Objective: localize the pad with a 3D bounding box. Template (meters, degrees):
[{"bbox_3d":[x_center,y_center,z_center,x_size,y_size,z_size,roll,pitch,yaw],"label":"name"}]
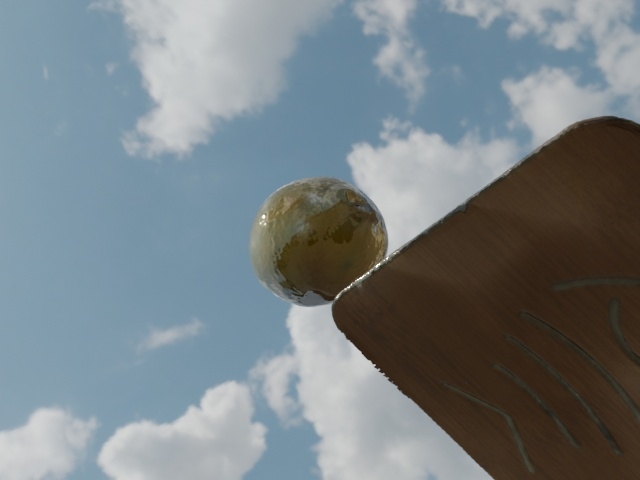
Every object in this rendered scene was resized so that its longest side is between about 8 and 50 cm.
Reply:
[{"bbox_3d":[0.177,0.085,0.569,0.284,0.286,0.018,-40,9,46],"label":"pad"}]

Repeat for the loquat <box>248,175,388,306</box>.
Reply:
[{"bbox_3d":[0.000,0.000,0.982,0.152,0.152,0.195,-6,-24,-30],"label":"loquat"}]
